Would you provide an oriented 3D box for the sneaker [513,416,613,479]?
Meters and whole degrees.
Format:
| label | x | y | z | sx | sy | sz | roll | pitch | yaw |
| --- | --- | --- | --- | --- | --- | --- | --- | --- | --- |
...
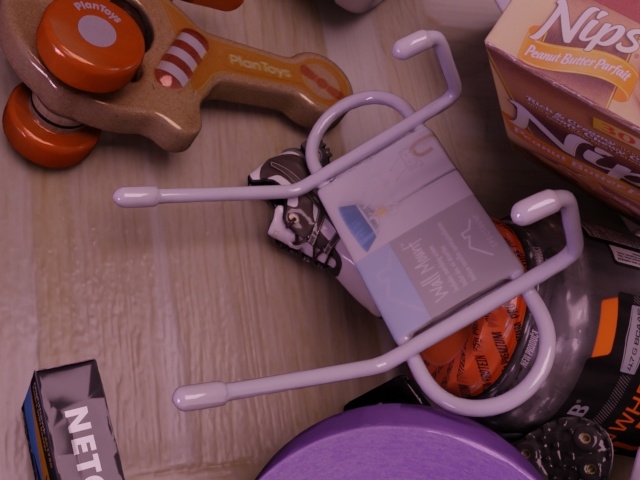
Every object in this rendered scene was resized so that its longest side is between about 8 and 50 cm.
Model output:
| label | x | y | z | sx | sy | sz | roll | pitch | yaw |
| --- | --- | --- | --- | --- | --- | --- | --- | --- | --- |
| sneaker | 0.168 | 0.248 | 0.678 | 0.085 | 0.237 | 0.086 | 32 | 10 | 29 |

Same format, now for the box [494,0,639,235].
| label | x | y | z | sx | sy | sz | roll | pitch | yaw |
| --- | --- | --- | --- | --- | --- | --- | --- | --- | --- |
| box | 0.285 | -0.157 | 0.892 | 0.322 | 0.058 | 0.232 | 64 | 19 | 10 |

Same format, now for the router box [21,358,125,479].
| label | x | y | z | sx | sy | sz | roll | pitch | yaw |
| --- | --- | --- | --- | --- | --- | --- | --- | --- | --- |
| router box | -0.170 | 0.187 | 0.579 | 0.046 | 0.133 | 0.179 | -10 | 72 | -27 |

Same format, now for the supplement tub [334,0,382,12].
| label | x | y | z | sx | sy | sz | roll | pitch | yaw |
| --- | --- | --- | --- | --- | --- | --- | --- | --- | --- |
| supplement tub | 0.001 | -0.426 | 0.860 | 0.316 | 0.228 | 0.228 | 44 | 59 | -1 |

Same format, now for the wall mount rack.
| label | x | y | z | sx | sy | sz | roll | pitch | yaw |
| --- | --- | --- | --- | --- | --- | --- | --- | --- | --- |
| wall mount rack | 0.016 | -0.009 | 0.642 | 0.304 | 0.130 | 0.350 | -30 | 52 | 5 |

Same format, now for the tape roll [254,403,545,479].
| label | x | y | z | sx | sy | sz | roll | pitch | yaw |
| --- | --- | --- | --- | --- | --- | --- | --- | --- | --- |
| tape roll | 0.058 | 0.263 | 0.591 | 0.274 | 0.090 | 0.275 | 0 | 88 | 6 |

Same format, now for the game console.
| label | x | y | z | sx | sy | sz | roll | pitch | yaw |
| --- | --- | --- | --- | --- | --- | --- | --- | --- | --- |
| game console | 0.095 | 0.159 | 0.712 | 0.071 | 0.122 | 0.107 | -34 | 83 | -32 |

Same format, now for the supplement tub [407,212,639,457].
| label | x | y | z | sx | sy | sz | roll | pitch | yaw |
| --- | --- | --- | --- | --- | --- | --- | --- | --- | --- |
| supplement tub | 0.263 | 0.092 | 0.765 | 0.337 | 0.207 | 0.207 | 14 | 64 | -17 |

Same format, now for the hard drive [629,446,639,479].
| label | x | y | z | sx | sy | sz | roll | pitch | yaw |
| --- | --- | --- | --- | --- | --- | --- | --- | --- | --- |
| hard drive | 0.286 | 0.308 | 0.659 | 0.203 | 0.040 | 0.308 | 5 | 102 | -37 |

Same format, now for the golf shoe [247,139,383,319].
| label | x | y | z | sx | sy | sz | roll | pitch | yaw |
| --- | --- | --- | --- | --- | --- | --- | --- | --- | --- |
| golf shoe | 0.000 | 0.000 | 0.770 | 0.093 | 0.077 | 0.198 | -21 | 65 | -25 |

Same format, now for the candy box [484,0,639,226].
| label | x | y | z | sx | sy | sz | roll | pitch | yaw |
| --- | --- | --- | --- | --- | --- | --- | --- | --- | --- |
| candy box | 0.233 | -0.090 | 0.617 | 0.182 | 0.316 | 0.088 | 34 | 95 | 17 |

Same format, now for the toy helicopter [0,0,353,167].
| label | x | y | z | sx | sy | sz | roll | pitch | yaw |
| --- | --- | --- | --- | --- | --- | --- | --- | --- | --- |
| toy helicopter | -0.125 | -0.184 | 0.784 | 0.354 | 0.140 | 0.235 | 7 | 56 | -32 |
